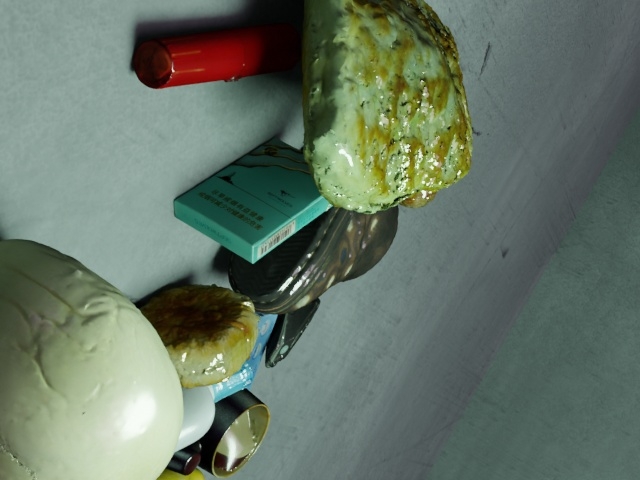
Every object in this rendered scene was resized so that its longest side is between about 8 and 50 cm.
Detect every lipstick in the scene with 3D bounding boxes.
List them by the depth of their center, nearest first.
[{"bbox_3d":[-0.131,-0.252,1.232,0.279,0.073,0.073,-23,134,-50],"label":"lipstick"}]

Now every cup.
[{"bbox_3d":[-0.218,0.310,1.492,0.239,0.177,0.166,-41,147,-33],"label":"cup"}]

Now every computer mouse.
[{"bbox_3d":[-0.062,0.161,1.724,0.192,0.062,0.106,-50,171,-43],"label":"computer mouse"}]

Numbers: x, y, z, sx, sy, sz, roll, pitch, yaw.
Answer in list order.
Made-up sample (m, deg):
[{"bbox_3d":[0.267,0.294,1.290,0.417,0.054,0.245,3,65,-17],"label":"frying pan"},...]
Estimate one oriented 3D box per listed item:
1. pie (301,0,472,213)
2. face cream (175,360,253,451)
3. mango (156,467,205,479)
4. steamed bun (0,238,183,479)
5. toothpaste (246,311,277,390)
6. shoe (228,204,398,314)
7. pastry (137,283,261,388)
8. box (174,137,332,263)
[{"bbox_3d":[0.087,-0.235,1.351,0.418,0.180,0.395,3,79,-63],"label":"pie"},{"bbox_3d":[-0.248,0.254,1.352,0.336,0.163,0.080,-21,131,-37],"label":"face cream"},{"bbox_3d":[-0.282,0.414,1.482,0.130,0.194,0.092,39,46,-66],"label":"mango"},{"bbox_3d":[-0.326,0.186,1.056,0.233,0.312,0.334,-43,140,-35],"label":"steamed bun"},{"bbox_3d":[-0.157,0.245,1.672,0.066,0.053,0.272,-9,123,-62],"label":"toothpaste"},{"bbox_3d":[0.000,0.000,1.578,0.384,0.171,0.237,-57,149,-25],"label":"shoe"},{"bbox_3d":[-0.196,0.144,1.379,0.192,0.182,0.093,-45,147,-51],"label":"pastry"},{"bbox_3d":[-0.084,-0.066,1.382,0.229,0.162,0.041,-38,145,-38],"label":"box"}]
